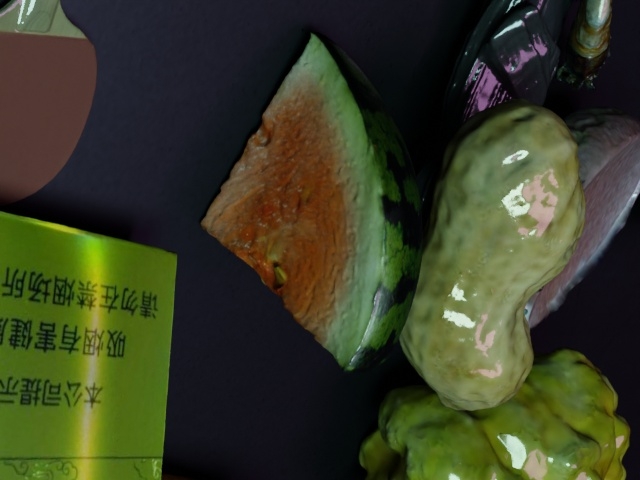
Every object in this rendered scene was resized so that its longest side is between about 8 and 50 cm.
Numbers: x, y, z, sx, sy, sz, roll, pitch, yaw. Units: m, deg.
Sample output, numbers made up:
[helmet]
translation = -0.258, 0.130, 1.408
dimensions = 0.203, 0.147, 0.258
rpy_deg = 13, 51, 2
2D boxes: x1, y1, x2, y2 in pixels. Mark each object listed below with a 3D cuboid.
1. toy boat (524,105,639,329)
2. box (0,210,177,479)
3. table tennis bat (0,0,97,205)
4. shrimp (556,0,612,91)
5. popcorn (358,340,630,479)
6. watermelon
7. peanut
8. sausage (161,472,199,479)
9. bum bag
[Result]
[toy boat]
translation = 0.178, -0.029, 0.855
dimensions = 0.227, 0.085, 0.155
rpy_deg = -37, 144, -42
[box]
translation = -0.147, 0.145, 0.520
dimensions = 0.173, 0.043, 0.311
rpy_deg = 17, 74, -56
[table tennis bat]
translation = -0.135, -0.083, 0.494
dimensions = 0.087, 0.013, 0.156
rpy_deg = -6, 127, -47
[shrimp]
translation = 0.201, -0.162, 0.799
dimensions = 0.161, 0.034, 0.091
rpy_deg = 77, 29, -72
[popcorn]
translation = 0.146, 0.223, 0.949
dimensions = 0.242, 0.235, 0.250
rpy_deg = -9, 111, -19
[watermelon]
translation = 0.020, -0.005, 0.645
dimensions = 0.137, 0.145, 0.193
rpy_deg = -34, 144, -21
[peanut]
translation = 0.106, 0.018, 0.707
dimensions = 0.098, 0.103, 0.229
rpy_deg = -67, 173, -61
[sausage]
translation = -0.127, 0.194, 0.693
dimensions = 0.097, 0.094, 0.348
rpy_deg = -45, 151, 11
[bum bag]
translation = 0.113, -0.091, 0.759
dimensions = 0.123, 0.060, 0.248
rpy_deg = 6, 113, -61
